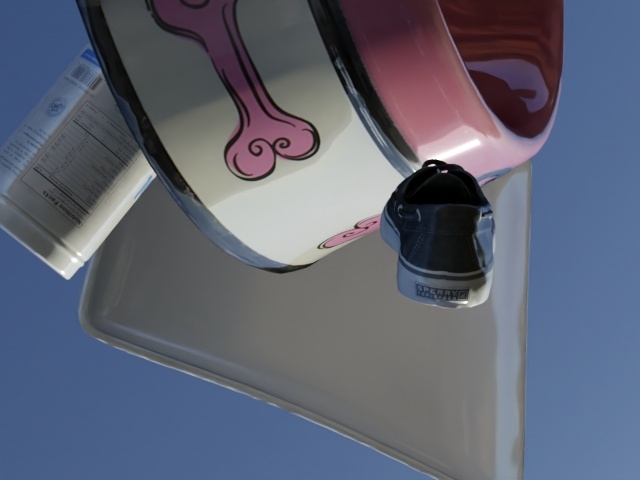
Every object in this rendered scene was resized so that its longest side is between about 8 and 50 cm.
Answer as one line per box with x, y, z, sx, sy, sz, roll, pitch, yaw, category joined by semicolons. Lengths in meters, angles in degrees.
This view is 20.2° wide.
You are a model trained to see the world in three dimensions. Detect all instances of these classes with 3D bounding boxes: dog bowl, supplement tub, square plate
0.012;-0.195;0.937;0.408;0.150;0.408;-10;-90;-70;dog bowl
-0.119;-0.042;0.900;0.107;0.071;0.071;-51;-55;-6;supplement tub
0.000;0.000;1.304;0.344;0.049;0.347;25;-133;-20;square plate

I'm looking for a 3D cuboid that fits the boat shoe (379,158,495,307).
0.051;-0.011;0.733;0.049;0.142;0.040;3;-75;-1;boat shoe
